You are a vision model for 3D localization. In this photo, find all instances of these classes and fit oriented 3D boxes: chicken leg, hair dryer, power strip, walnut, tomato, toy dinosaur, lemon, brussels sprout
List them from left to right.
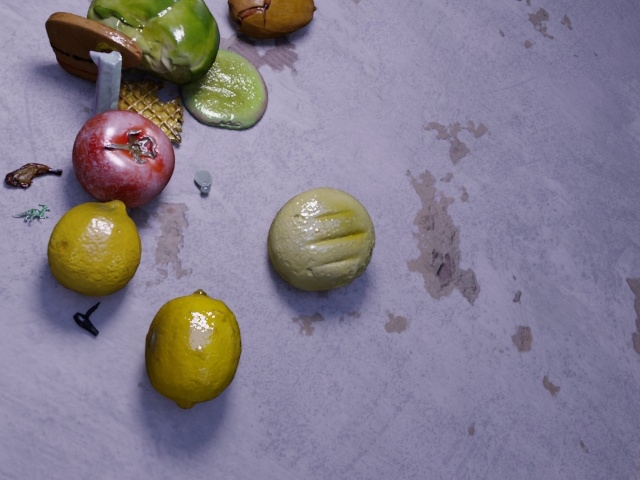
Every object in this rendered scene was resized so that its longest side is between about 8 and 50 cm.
[{"bbox_3d":[-0.773,-0.079,1.619,0.083,0.021,0.062,28,58,-17],"label":"toy dinosaur"},{"bbox_3d":[-0.783,-0.182,1.640,0.145,0.037,0.062,-28,108,-27],"label":"chicken leg"},{"bbox_3d":[-0.604,0.202,1.599,0.079,0.031,0.083,46,54,-16],"label":"hair dryer"},{"bbox_3d":[-0.578,0.016,1.552,0.228,0.228,0.254,7,90,-20],"label":"lemon"},{"bbox_3d":[-0.543,-0.219,1.645,0.270,0.227,0.271,16,65,-37],"label":"tomato"},{"bbox_3d":[-0.481,-0.614,1.769,0.370,0.276,0.315,9,66,-2],"label":"brussels sprout"},{"bbox_3d":[-0.330,0.282,1.561,0.260,0.260,0.284,-12,74,-25],"label":"lemon"},{"bbox_3d":[-0.354,-0.177,1.826,0.055,0.035,0.083,-4,62,-24],"label":"power strip"},{"bbox_3d":[-0.148,-0.784,2.015,0.336,0.209,0.209,-15,79,-34],"label":"walnut"}]

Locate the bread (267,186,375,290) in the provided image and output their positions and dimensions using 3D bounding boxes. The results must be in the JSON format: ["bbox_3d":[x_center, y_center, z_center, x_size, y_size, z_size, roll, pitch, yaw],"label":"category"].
[{"bbox_3d":[0.004,-0.003,1.798,0.320,0.237,0.321,5,72,-17],"label":"bread"}]

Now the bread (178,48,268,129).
[{"bbox_3d":[-0.306,-0.496,1.938,0.301,0.045,0.302,8,69,-21],"label":"bread"}]

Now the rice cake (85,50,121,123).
[{"bbox_3d":[-0.598,-0.396,1.656,0.081,0.290,0.051,20,45,-7],"label":"rice cake"}]

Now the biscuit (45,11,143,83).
[{"bbox_3d":[-0.621,-0.506,1.665,0.262,0.277,0.052,22,69,-7],"label":"biscuit"}]

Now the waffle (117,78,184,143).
[{"bbox_3d":[-0.525,-0.384,1.807,0.231,0.051,0.229,0,76,-22],"label":"waffle"}]
